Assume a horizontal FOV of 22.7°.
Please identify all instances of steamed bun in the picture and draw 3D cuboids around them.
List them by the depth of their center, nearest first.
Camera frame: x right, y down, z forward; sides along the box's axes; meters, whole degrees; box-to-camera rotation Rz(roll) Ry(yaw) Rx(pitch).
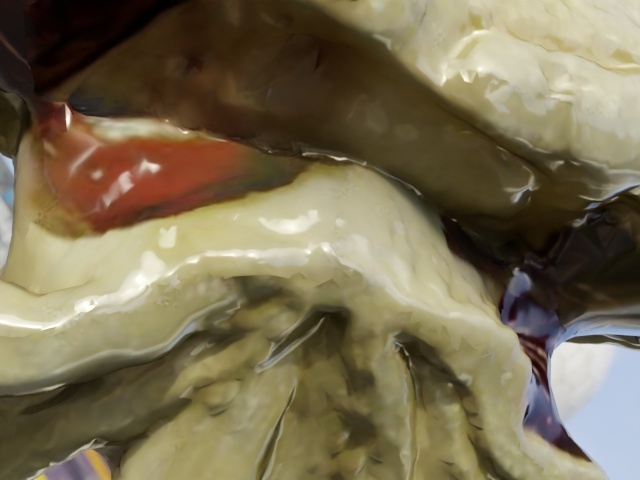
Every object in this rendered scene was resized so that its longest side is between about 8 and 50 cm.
[{"bbox_3d":[0.000,0.000,0.524,0.428,0.247,0.189,28,35,-30],"label":"steamed bun"}]
